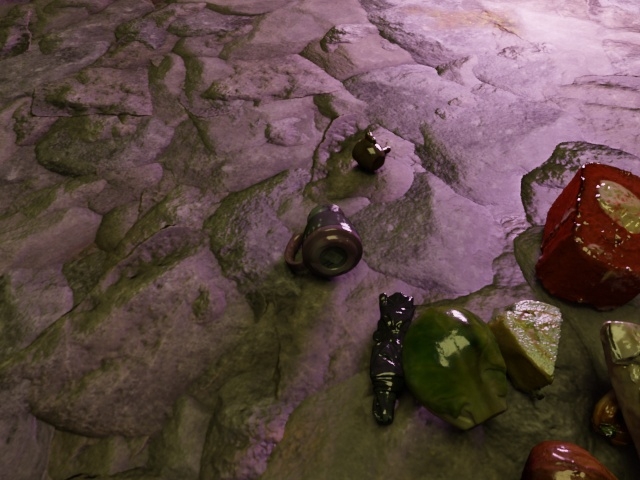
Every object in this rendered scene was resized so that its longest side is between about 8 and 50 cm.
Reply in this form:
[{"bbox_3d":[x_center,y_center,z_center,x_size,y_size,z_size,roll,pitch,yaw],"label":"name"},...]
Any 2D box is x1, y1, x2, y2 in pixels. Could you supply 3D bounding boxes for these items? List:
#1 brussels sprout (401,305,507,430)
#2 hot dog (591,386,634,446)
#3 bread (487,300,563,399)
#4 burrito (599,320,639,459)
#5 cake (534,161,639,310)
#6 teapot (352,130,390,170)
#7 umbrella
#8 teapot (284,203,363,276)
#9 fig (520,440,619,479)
[{"bbox_3d":[0.202,0.191,0.753,0.144,0.161,0.181,-37,53,31],"label":"brussels sprout"},{"bbox_3d":[0.481,0.242,0.757,0.188,0.055,0.072,-33,76,-19],"label":"hot dog"},{"bbox_3d":[0.324,0.167,0.803,0.110,0.103,0.156,20,44,12],"label":"bread"},{"bbox_3d":[0.501,0.268,0.664,0.175,0.107,0.348,-14,66,2],"label":"burrito"},{"bbox_3d":[0.527,-0.006,0.924,0.177,0.151,0.283,24,52,7],"label":"cake"},{"bbox_3d":[0.134,-0.215,1.181,0.110,0.085,0.080,-11,47,-34],"label":"teapot"},{"bbox_3d":[0.119,0.190,0.826,0.066,0.059,0.236,-7,44,21],"label":"umbrella"},{"bbox_3d":[0.009,0.003,0.986,0.116,0.148,0.146,25,30,-23],"label":"teapot"},{"bbox_3d":[0.353,0.335,0.622,0.201,0.146,0.134,8,65,11],"label":"fig"}]
